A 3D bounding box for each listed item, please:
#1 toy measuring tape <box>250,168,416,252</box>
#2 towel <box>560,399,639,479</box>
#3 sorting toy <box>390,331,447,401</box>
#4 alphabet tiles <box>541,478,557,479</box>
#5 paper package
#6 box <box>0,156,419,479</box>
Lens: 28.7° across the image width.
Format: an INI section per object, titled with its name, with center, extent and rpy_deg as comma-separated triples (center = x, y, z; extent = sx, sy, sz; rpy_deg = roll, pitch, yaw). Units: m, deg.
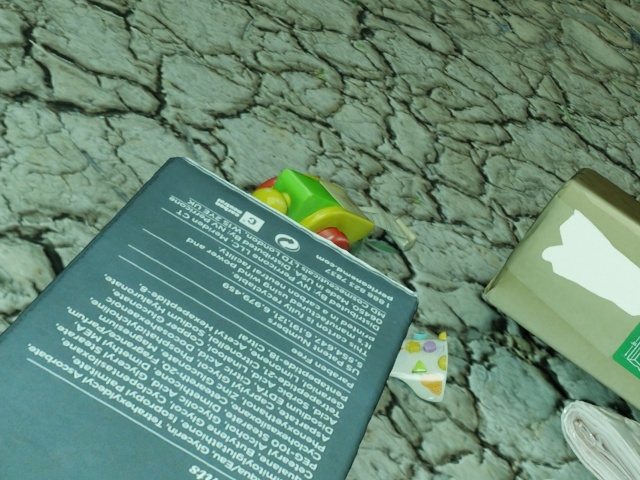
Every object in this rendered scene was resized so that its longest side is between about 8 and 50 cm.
[toy measuring tape]
center = 0.000, 0.000, 1.375
extent = 0.121, 0.121, 0.330
rpy_deg = 47, 13, 25
[towel]
center = 0.394, 0.302, 1.193
extent = 0.332, 0.053, 0.317
rpy_deg = 27, 22, -49
[sorting toy]
center = 0.094, 0.123, 1.313
extent = 0.075, 0.045, 0.083
rpy_deg = 7, 34, -1
[alphabet tiles]
center = 0.220, 0.331, 1.072
extent = 0.277, 0.021, 0.284
rpy_deg = -7, 46, -26
[paper package]
center = 0.372, 0.075, 1.412
extent = 0.325, 0.168, 0.309
rpy_deg = 37, 14, 9
[box]
center = -0.128, 0.180, 0.797
extent = 0.212, 0.294, 0.395
rpy_deg = 30, 31, 0
